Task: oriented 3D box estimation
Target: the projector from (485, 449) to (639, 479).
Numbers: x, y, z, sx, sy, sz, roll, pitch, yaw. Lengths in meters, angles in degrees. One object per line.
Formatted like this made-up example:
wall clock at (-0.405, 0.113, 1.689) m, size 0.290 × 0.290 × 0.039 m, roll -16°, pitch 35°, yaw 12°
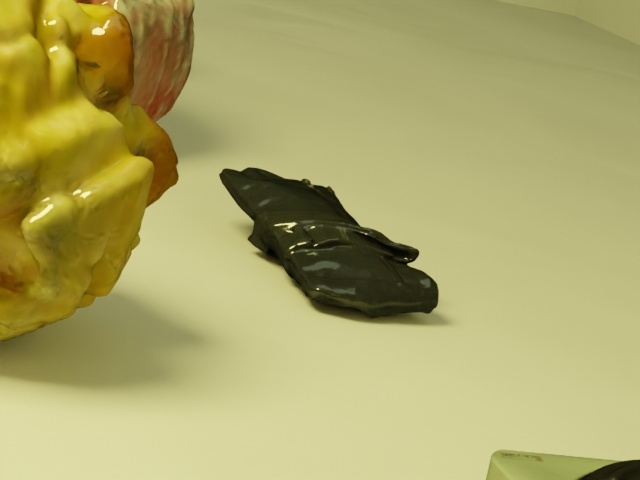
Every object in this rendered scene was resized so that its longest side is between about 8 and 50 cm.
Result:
projector at (0.250, 0.193, 1.041) m, size 0.257 × 0.079 × 0.259 m, roll 8°, pitch 14°, yaw -18°

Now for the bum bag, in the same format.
bum bag at (0.000, 0.000, 1.567) m, size 0.123 × 0.060 × 0.248 m, roll 5°, pitch 19°, yaw -28°

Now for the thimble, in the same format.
thimble at (-0.248, -0.204, 1.777) m, size 0.239 × 0.239 × 0.162 m, roll 21°, pitch 16°, yaw 26°

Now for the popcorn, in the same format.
popcorn at (-0.250, -0.061, 1.177) m, size 0.332 × 0.265 × 0.225 m, roll -5°, pitch 27°, yaw -20°
